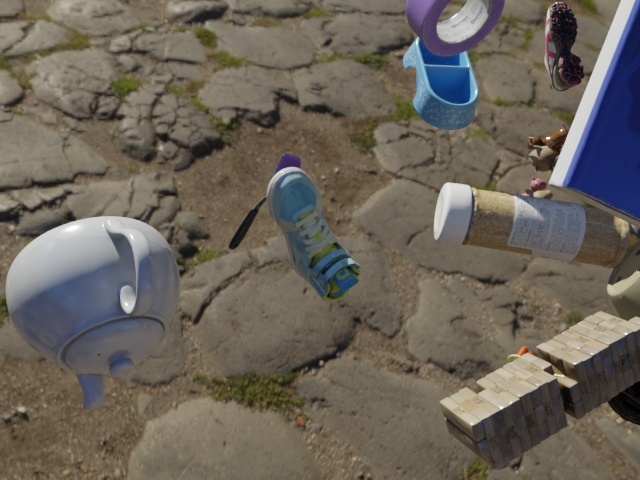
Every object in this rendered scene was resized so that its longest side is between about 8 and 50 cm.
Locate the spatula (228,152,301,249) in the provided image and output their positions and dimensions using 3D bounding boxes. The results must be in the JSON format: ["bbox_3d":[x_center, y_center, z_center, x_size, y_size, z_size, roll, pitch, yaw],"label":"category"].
[{"bbox_3d":[-0.142,-0.088,1.628,0.084,0.296,0.030,5,40,-54],"label":"spatula"}]

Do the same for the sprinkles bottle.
[{"bbox_3d":[0.407,-0.029,1.300,0.356,0.121,0.121,9,46,0],"label":"sprinkles bottle"}]

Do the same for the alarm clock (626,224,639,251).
[{"bbox_3d":[0.804,-0.033,1.746,0.129,0.192,0.064,30,79,34],"label":"alarm clock"}]

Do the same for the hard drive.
[{"bbox_3d":[0.409,-0.178,0.775,0.210,0.318,0.040,19,3,-25],"label":"hard drive"}]

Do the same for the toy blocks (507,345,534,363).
[{"bbox_3d":[0.468,0.270,1.426,0.123,0.054,0.148,26,49,31],"label":"toy blocks"}]

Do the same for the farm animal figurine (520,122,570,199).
[{"bbox_3d":[0.609,-0.161,1.695,0.172,0.327,0.330,22,79,-32],"label":"farm animal figurine"}]

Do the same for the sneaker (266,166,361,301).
[{"bbox_3d":[0.000,0.000,1.437,0.127,0.319,0.208,-32,44,-13],"label":"sneaker"}]

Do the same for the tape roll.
[{"bbox_3d":[0.278,-0.482,1.373,0.189,0.189,0.080,-10,55,-22],"label":"tape roll"}]

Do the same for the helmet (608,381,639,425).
[{"bbox_3d":[0.712,0.302,1.443,0.169,0.169,0.161,36,60,19],"label":"helmet"}]

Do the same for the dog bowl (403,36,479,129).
[{"bbox_3d":[0.314,-0.421,1.706,0.166,0.074,0.297,-1,60,-12],"label":"dog bowl"}]

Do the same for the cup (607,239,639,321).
[{"bbox_3d":[0.838,0.122,1.582,0.237,0.331,0.331,33,48,2],"label":"cup"}]

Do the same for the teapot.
[{"bbox_3d":[-0.298,0.098,0.923,0.253,0.256,0.187,-29,61,2],"label":"teapot"}]

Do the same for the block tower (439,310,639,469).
[{"bbox_3d":[0.351,0.220,1.010,0.336,0.090,0.097,-23,18,-16],"label":"block tower"}]

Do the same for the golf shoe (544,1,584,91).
[{"bbox_3d":[0.505,-0.413,1.424,0.068,0.086,0.186,-6,89,-17],"label":"golf shoe"}]
